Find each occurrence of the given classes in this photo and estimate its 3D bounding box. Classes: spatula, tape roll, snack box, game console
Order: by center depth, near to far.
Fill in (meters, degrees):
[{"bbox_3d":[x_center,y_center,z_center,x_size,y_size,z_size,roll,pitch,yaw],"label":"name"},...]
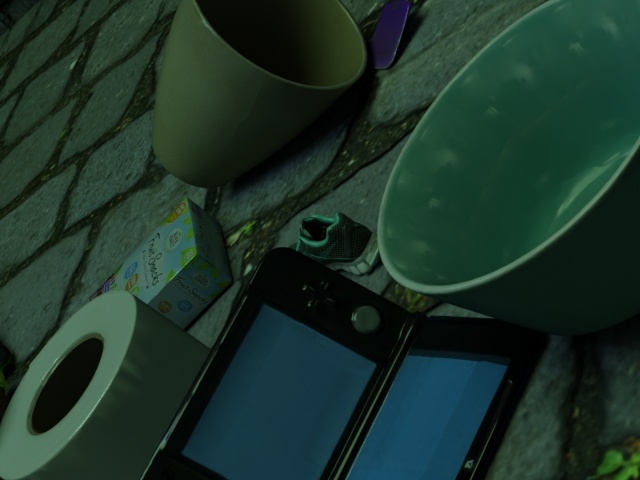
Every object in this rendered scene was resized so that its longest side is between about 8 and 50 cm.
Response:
[{"bbox_3d":[0.011,0.157,1.200,0.293,0.250,0.173,-62,1,-21],"label":"game console"},{"bbox_3d":[-0.222,0.200,1.516,0.246,0.169,0.246,-39,27,25],"label":"tape roll"},{"bbox_3d":[0.144,-0.353,1.796,0.296,0.030,0.084,-56,24,-9],"label":"spatula"},{"bbox_3d":[-0.216,0.065,1.799,0.207,0.070,0.174,-44,26,12],"label":"snack box"}]

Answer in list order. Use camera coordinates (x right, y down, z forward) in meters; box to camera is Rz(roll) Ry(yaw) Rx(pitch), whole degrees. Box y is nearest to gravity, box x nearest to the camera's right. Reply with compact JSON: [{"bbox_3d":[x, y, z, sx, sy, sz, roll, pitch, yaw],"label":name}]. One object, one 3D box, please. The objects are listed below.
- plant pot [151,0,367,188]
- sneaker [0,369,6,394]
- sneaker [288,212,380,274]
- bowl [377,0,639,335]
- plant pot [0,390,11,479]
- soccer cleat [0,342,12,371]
[{"bbox_3d":[-0.116,-0.206,1.826,0.274,0.256,0.256,-52,20,39],"label":"plant pot"},{"bbox_3d":[-0.566,0.311,2.046,0.295,0.109,0.123,-53,6,-3],"label":"sneaker"},{"bbox_3d":[0.000,0.000,1.518,0.166,0.076,0.065,-15,43,52],"label":"sneaker"},{"bbox_3d":[0.212,-0.044,1.125,0.311,0.163,0.311,-39,28,25],"label":"bowl"},{"bbox_3d":[-0.411,0.284,1.618,0.237,0.254,0.237,-39,29,26],"label":"plant pot"},{"bbox_3d":[-0.545,0.174,2.191,0.060,0.072,0.179,-45,25,-8],"label":"soccer cleat"}]
